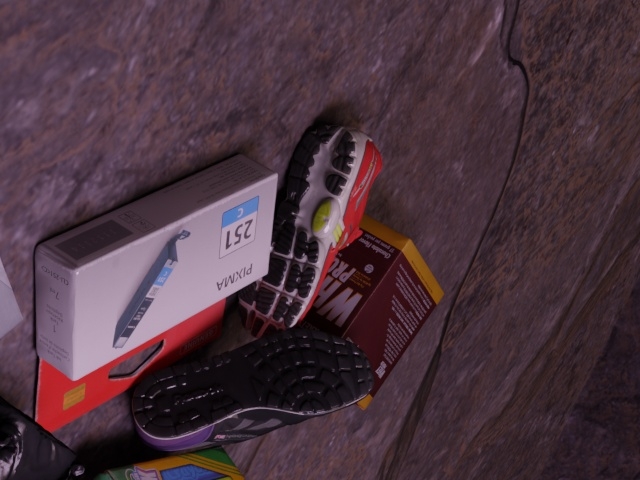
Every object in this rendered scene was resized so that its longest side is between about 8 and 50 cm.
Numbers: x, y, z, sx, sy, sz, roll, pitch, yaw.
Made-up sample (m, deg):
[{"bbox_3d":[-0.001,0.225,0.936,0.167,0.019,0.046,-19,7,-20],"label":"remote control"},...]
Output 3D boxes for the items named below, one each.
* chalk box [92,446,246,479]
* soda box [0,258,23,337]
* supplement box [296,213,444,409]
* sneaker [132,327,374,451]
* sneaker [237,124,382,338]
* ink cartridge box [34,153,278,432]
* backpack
[{"bbox_3d":[-0.199,0.370,1.488,0.180,0.179,0.289,-48,158,23],"label":"chalk box"},{"bbox_3d":[-0.332,-0.015,1.048,0.098,0.091,0.286,-43,148,-29],"label":"soda box"},{"bbox_3d":[0.036,0.084,1.692,0.194,0.129,0.191,-55,152,-9],"label":"supplement box"},{"bbox_3d":[-0.080,0.183,1.547,0.283,0.107,0.124,-9,155,-9],"label":"sneaker"},{"bbox_3d":[0.000,0.000,1.572,0.118,0.107,0.279,15,104,-57],"label":"sneaker"},{"bbox_3d":[-0.175,0.071,1.411,0.296,0.066,0.261,-29,138,-43],"label":"ink cartridge box"},{"bbox_3d":[-0.338,0.243,1.260,0.182,0.115,0.152,-52,139,-11],"label":"backpack"}]
